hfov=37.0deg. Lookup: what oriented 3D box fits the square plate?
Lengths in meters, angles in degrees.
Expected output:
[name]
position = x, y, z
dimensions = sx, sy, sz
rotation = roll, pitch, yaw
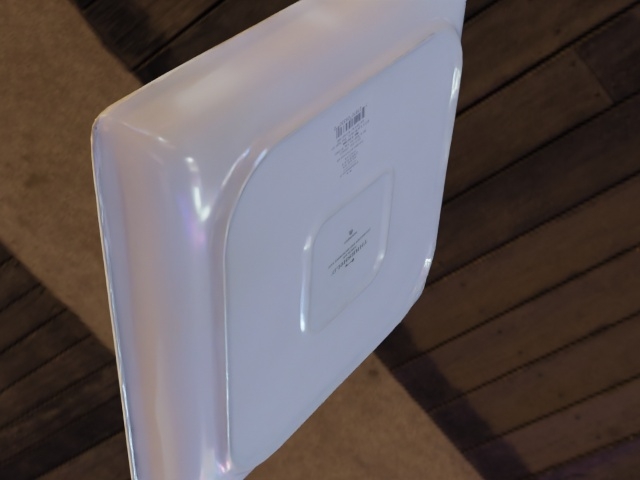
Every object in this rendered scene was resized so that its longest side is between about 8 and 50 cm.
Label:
[square plate]
position = 0.000, 0.000, 0.647
dimensions = 0.049, 0.347, 0.344
rotation = 26, 134, 25
